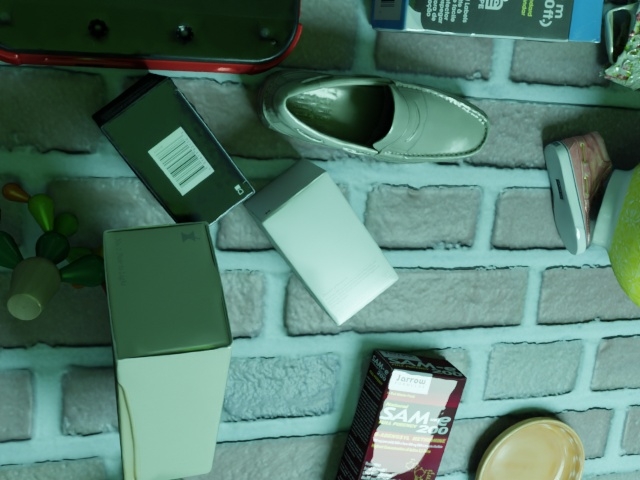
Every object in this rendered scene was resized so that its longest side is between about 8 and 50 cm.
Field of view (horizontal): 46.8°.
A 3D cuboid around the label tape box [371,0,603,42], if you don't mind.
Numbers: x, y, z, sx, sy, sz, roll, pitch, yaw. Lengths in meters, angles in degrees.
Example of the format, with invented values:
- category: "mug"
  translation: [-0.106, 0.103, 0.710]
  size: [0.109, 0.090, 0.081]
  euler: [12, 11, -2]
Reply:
- category: "label tape box"
  translation: [0.249, -0.381, 0.929]
  size: [0.348, 0.115, 0.249]
  euler: [-1, 106, -16]

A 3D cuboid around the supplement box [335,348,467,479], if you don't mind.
- category: "supplement box"
  translation: [0.116, 0.291, 1.098]
  size: [0.130, 0.073, 0.239]
  euler: [11, 101, -20]

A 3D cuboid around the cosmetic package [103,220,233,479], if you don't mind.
- category: "cosmetic package"
  translation: [-0.176, 0.138, 0.831]
  size: [0.113, 0.160, 0.309]
  euler: [-6, 142, -16]

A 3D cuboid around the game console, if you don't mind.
- category: "game console"
  translation: [-0.202, -0.364, 0.821]
  size: [0.387, 0.060, 0.342]
  euler: [-2, 100, -19]

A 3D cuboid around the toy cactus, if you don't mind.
- category: "toy cactus"
  translation: [-0.315, 0.027, 0.829]
  size: [0.219, 0.180, 0.112]
  euler: [26, 116, -18]

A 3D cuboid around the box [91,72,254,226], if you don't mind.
- category: "box"
  translation: [-0.171, -0.100, 0.842]
  size: [0.093, 0.158, 0.156]
  euler: [-39, 113, -7]

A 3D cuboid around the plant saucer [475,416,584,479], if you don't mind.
- category: "plant saucer"
  translation: [0.340, 0.377, 1.217]
  size: [0.200, 0.037, 0.200]
  euler: [-5, 107, -16]

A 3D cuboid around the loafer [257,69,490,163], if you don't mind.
- category: "loafer"
  translation: [0.080, -0.151, 0.937]
  size: [0.320, 0.111, 0.112]
  euler: [3, 104, -19]

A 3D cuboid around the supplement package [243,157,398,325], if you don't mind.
- category: "supplement package"
  translation: [0.000, 0.000, 0.958]
  size: [0.105, 0.105, 0.179]
  euler: [-38, 114, -5]

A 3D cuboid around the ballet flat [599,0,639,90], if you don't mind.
- category: "ballet flat"
  translation: [0.439, -0.332, 1.027]
  size: [0.077, 0.091, 0.241]
  euler: [6, 100, 6]

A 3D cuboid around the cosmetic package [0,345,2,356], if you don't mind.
- category: "cosmetic package"
  translation: [-0.479, 0.163, 0.779]
  size: [0.225, 0.224, 0.138]
  euler: [32, 94, -24]

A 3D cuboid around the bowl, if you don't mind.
- category: "bowl"
  translation: [0.487, -0.030, 1.067]
  size: [0.156, 0.289, 0.289]
  euler: [18, 102, 22]

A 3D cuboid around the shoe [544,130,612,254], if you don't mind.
- category: "shoe"
  translation: [0.390, -0.070, 1.090]
  size: [0.081, 0.063, 0.178]
  euler: [-19, 106, -7]

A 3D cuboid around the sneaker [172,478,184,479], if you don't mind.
- category: "sneaker"
  translation: [-0.184, 0.445, 1.016]
  size: [0.083, 0.118, 0.222]
  euler: [-22, 111, -12]
